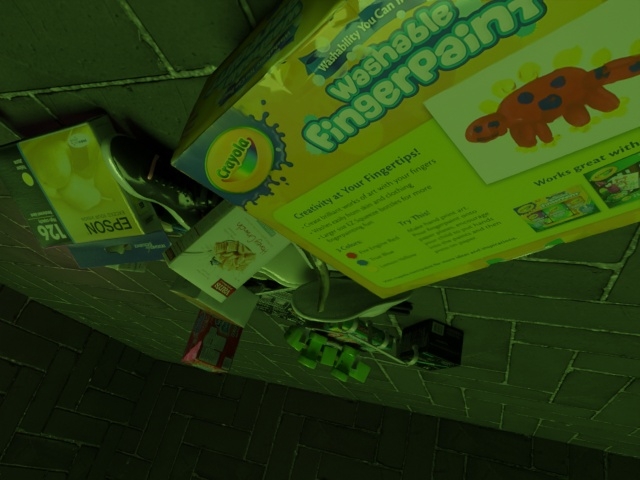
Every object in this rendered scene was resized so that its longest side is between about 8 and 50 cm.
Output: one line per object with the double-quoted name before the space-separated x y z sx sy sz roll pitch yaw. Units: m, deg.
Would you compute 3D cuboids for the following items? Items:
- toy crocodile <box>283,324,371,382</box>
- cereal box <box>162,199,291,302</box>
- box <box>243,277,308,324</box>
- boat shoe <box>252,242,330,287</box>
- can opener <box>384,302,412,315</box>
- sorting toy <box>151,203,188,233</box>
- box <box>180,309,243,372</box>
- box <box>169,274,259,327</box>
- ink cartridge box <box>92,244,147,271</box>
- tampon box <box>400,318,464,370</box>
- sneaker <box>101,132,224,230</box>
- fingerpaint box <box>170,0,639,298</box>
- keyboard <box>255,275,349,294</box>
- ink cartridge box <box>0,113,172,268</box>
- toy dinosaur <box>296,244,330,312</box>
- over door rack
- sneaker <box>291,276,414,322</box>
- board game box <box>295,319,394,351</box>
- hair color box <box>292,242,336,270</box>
"toy crocodile" 0.026 0.396 1.532 0.340 0.115 0.105 28 170 -17
"cereal box" -0.159 0.000 0.868 0.047 0.240 0.173 46 177 39
"box" -0.149 0.140 1.278 0.307 0.077 0.242 20 153 -8
"boat shoe" -0.127 0.041 1.054 0.304 0.109 0.091 12 179 -12
"can opener" 0.158 0.178 1.208 0.185 0.073 0.059 11 146 -11
"sorting toy" -0.445 -0.079 1.022 0.347 0.047 0.196 14 169 2
"box" -0.345 0.299 1.483 0.128 0.257 0.122 32 147 -29
"box" -0.265 0.135 1.122 0.130 0.091 0.170 5 152 43
"ink cartridge box" -0.481 0.016 1.122 0.067 0.116 0.198 14 174 1
"tampon box" 0.328 0.316 1.326 0.120 0.102 0.161 23 153 -12
"sneaker" -0.258 -0.111 0.843 0.146 0.105 0.296 -5 149 27
"fingerpaint box" 0.125 -0.131 0.472 0.371 0.163 0.444 33 140 -31
"keyboard" -0.033 0.112 1.112 0.255 0.014 0.072 -11 177 6
"ink cartridge box" -0.478 -0.068 0.892 0.303 0.072 0.308 -7 115 24
"toy dinosaur" -0.011 -0.015 0.771 0.118 0.064 0.269 -24 91 30
"over door rack" 0.111 0.298 1.349 0.239 0.108 0.324 31 150 -17
"sneaker" 0.065 0.153 1.073 0.292 0.108 0.169 -6 159 -14
"board game box" 0.073 0.340 1.572 0.213 0.046 0.317 28 151 -25
"hair color box" 0.000 0.000 0.887 0.092 0.054 0.167 3 152 23
